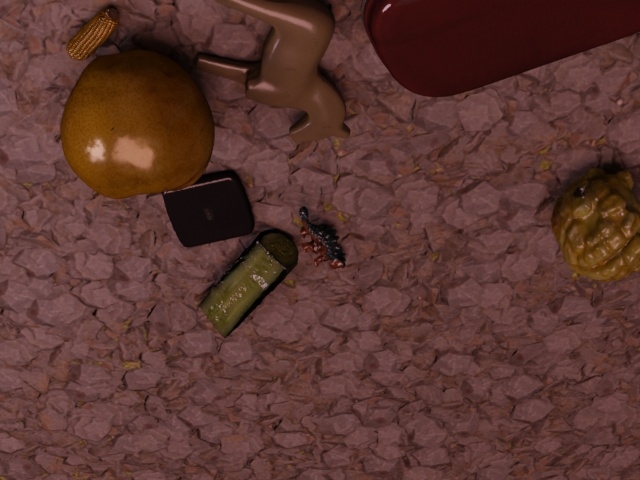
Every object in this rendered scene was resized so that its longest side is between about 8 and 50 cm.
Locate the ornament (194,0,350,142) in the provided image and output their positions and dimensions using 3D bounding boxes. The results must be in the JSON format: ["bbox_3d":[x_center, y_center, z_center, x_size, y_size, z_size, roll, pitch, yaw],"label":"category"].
[{"bbox_3d":[-0.049,-0.237,1.719,0.245,0.061,0.230,15,132,-11],"label":"ornament"}]

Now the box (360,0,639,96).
[{"bbox_3d":[0.254,-0.320,1.591,0.404,0.108,0.263,-17,147,14],"label":"box"}]

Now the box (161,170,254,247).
[{"bbox_3d":[-0.171,-0.049,1.918,0.125,0.027,0.126,-12,131,6],"label":"box"}]

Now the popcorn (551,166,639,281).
[{"bbox_3d":[0.427,-0.024,1.872,0.142,0.173,0.173,1,133,-13],"label":"popcorn"}]

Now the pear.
[{"bbox_3d":[-0.251,-0.160,1.698,0.209,0.209,0.209,-1,133,-1],"label":"pear"}]

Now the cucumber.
[{"bbox_3d":[-0.115,0.068,2.009,0.078,0.062,0.211,46,130,4],"label":"cucumber"}]

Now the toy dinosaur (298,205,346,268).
[{"bbox_3d":[0.000,0.000,1.948,0.055,0.049,0.154,-17,136,17],"label":"toy dinosaur"}]

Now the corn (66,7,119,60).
[{"bbox_3d":[-0.308,-0.280,1.690,0.037,0.037,0.092,34,124,-29],"label":"corn"}]
